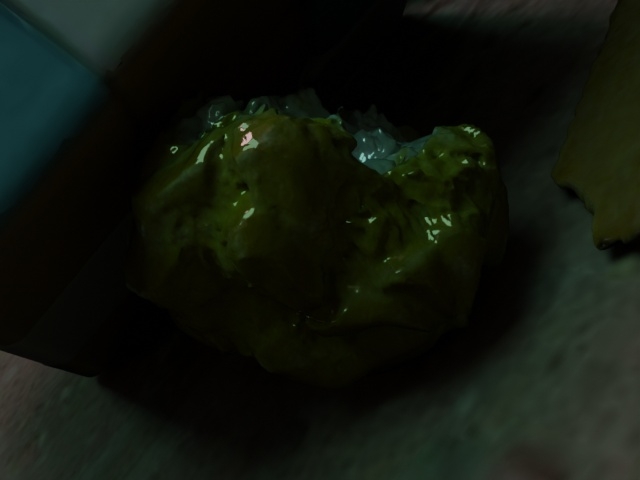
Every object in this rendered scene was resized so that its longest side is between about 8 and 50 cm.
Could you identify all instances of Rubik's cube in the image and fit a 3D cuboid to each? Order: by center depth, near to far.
[{"bbox_3d":[-0.169,-0.166,0.583,0.344,0.346,0.347,-50,-7,-10],"label":"Rubik's cube"}]

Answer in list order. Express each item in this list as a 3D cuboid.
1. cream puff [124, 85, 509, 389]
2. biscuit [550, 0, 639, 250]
[{"bbox_3d":[0.001,0.000,0.449,0.156,0.156,0.121,-152,73,-66],"label":"cream puff"},{"bbox_3d":[0.197,-0.098,0.416,0.232,0.013,0.237,-17,36,48],"label":"biscuit"}]
